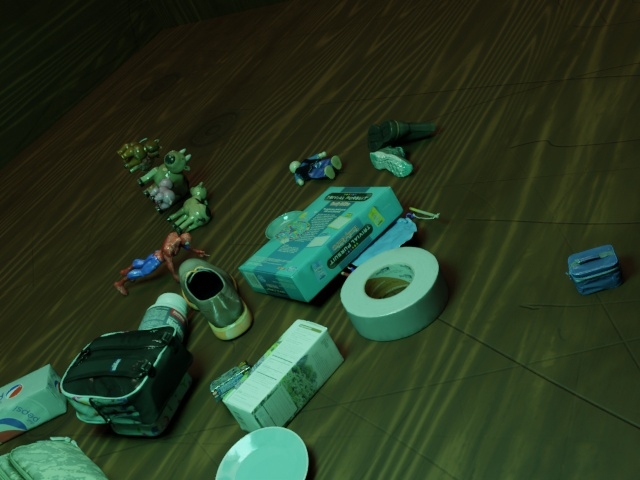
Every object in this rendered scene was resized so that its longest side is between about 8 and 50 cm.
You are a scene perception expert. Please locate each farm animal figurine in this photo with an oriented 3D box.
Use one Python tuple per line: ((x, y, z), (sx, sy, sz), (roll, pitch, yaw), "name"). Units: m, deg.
((-0.443, -0.178, 2.516), (0.172, 0.330, 0.327), (-37, 4, -11), "farm animal figurine")

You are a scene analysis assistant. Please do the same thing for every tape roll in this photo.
((0.156, 0.110, 1.761), (0.219, 0.072, 0.219), (-19, 32, 12), "tape roll")

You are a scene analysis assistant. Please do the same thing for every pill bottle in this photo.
((-0.374, 0.212, 1.981), (0.108, 0.108, 0.180), (-15, 34, 19), "pill bottle")

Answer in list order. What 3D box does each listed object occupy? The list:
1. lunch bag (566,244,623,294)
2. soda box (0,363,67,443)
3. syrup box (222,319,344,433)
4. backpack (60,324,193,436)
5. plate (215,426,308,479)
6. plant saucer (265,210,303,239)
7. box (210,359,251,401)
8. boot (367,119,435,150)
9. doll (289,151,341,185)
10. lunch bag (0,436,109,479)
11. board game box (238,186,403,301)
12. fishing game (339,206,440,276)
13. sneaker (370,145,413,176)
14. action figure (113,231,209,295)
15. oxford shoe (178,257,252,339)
((0.513, 0.052, 1.576), (0.098, 0.065, 0.067), (-18, 32, 14), "lunch bag")
((-0.749, 0.412, 1.990), (0.286, 0.091, 0.098), (-26, 30, 1), "soda box")
((-0.070, 0.276, 1.667), (0.096, 0.093, 0.237), (10, 47, 46), "syrup box")
((-0.417, 0.301, 1.801), (0.253, 0.191, 0.225), (-3, 36, 23), "backpack")
((-0.104, 0.426, 1.519), (0.188, 0.024, 0.188), (-17, 41, 16), "plate")
((-0.087, -0.033, 2.206), (0.119, 0.021, 0.119), (-20, 31, 13), "plant saucer")
((-0.184, 0.290, 1.739), (0.094, 0.027, 0.137), (-32, 3, -9), "box")
((0.220, -0.291, 2.324), (0.137, 0.077, 0.198), (-4, 3, -18), "boot")
((-0.020, -0.209, 2.391), (0.189, 0.046, 0.129), (3, 51, 50), "doll")
((-0.511, 0.512, 1.564), (0.256, 0.213, 0.305), (-27, 27, -33), "lunch bag")
((0.000, 0.000, 1.999), (0.336, 0.079, 0.253), (-42, 24, -23), "board game box")
((0.143, 0.010, 1.944), (0.264, 0.041, 0.189), (-37, 21, -17), "fishing game")
((0.202, -0.220, 2.225), (0.076, 0.065, 0.166), (-34, 33, -18), "sneaker")
((-0.416, 0.073, 2.255), (0.280, 0.139, 0.091), (-36, 27, 32), "action figure")
((-0.276, 0.103, 2.040), (0.130, 0.133, 0.363), (-36, 32, -13), "oxford shoe")
